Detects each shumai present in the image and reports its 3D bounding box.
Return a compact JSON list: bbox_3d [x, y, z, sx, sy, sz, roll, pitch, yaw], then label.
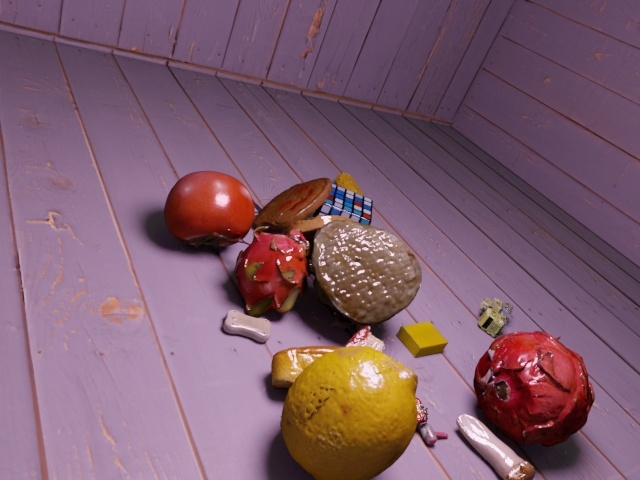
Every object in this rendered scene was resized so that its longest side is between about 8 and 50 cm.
[{"bbox_3d":[0.087,0.104,1.577,0.330,0.292,0.288,44,-12,-3],"label":"shumai"}]

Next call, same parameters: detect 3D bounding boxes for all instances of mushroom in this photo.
[{"bbox_3d":[0.418,0.511,1.335,0.084,0.071,0.209,-33,52,-20],"label":"mushroom"}]

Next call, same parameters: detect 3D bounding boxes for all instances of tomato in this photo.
[{"bbox_3d":[-0.321,-0.085,1.593,0.256,0.256,0.224,10,74,-25],"label":"tomato"}]

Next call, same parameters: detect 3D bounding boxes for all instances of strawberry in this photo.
[{"bbox_3d":[0.192,0.420,1.341,0.152,0.048,0.103,3,39,-9],"label":"strawberry"}]

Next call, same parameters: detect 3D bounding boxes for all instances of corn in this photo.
[{"bbox_3d":[0.127,-0.175,2.247,0.102,0.101,0.310,11,27,-22],"label":"corn"}]

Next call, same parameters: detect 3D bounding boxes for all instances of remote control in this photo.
[{"bbox_3d":[-0.187,0.220,1.405,0.122,0.032,0.074,18,29,-9],"label":"remote control"}]

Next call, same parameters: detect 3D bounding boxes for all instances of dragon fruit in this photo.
[{"bbox_3d":[0.552,0.383,1.430,0.302,0.295,0.295,12,28,-46],"label":"dragon fruit"},{"bbox_3d":[-0.126,0.083,1.498,0.224,0.227,0.224,13,37,-10],"label":"dragon fruit"}]

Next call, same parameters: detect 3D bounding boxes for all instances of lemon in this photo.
[{"bbox_3d":[0.063,0.346,1.109,0.258,0.310,0.258,45,16,-16],"label":"lemon"}]

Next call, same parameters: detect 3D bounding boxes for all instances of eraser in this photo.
[{"bbox_3d":[0.303,0.293,1.636,0.123,0.045,0.097,0,37,-37],"label":"eraser"}]

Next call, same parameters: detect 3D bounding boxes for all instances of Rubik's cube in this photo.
[{"bbox_3d":[0.066,-0.068,1.927,0.182,0.187,0.184,22,31,-5],"label":"Rubik's cube"}]

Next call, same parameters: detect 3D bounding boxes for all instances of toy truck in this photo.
[{"bbox_3d":[0.593,0.253,1.890,0.100,0.077,0.169,34,31,13],"label":"toy truck"}]

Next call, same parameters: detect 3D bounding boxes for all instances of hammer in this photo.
[{"bbox_3d":[0.282,0.473,1.338,0.083,0.031,0.052,19,30,-32],"label":"hammer"}]

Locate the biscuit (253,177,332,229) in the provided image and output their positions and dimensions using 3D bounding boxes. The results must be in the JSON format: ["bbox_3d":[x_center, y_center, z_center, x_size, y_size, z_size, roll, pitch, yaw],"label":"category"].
[{"bbox_3d":[-0.090,-0.129,1.851,0.258,0.049,0.273,-3,34,44],"label":"biscuit"}]

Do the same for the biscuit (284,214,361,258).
[{"bbox_3d":[0.000,-0.002,1.715,0.344,0.288,0.057,26,52,-58],"label":"biscuit"}]

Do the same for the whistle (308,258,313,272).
[{"bbox_3d":[0.023,0.092,1.754,0.199,0.057,0.104,19,28,-12],"label":"whistle"}]

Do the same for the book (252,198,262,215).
[{"bbox_3d":[-0.325,-0.128,1.901,0.231,0.026,0.157,-9,42,-44],"label":"book"}]

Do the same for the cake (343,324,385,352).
[{"bbox_3d":[0.085,0.300,1.387,0.086,0.116,0.220,38,30,12],"label":"cake"}]

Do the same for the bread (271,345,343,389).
[{"bbox_3d":[0.007,0.304,1.290,0.246,0.102,0.094,2,58,-7],"label":"bread"}]
